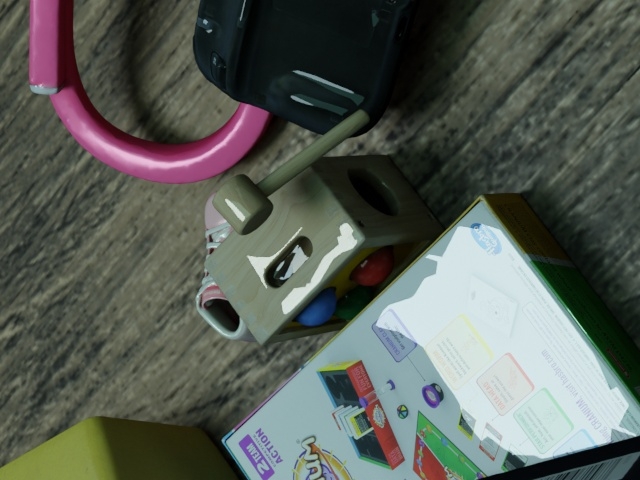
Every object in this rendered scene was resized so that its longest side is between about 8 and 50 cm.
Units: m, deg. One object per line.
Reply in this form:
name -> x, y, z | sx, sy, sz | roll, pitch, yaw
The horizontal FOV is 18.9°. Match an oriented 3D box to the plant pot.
plant pot -> -0.166, 0.260, 1.580 | 0.212, 0.212, 0.187 | -31, 63, 30

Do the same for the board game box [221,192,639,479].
board game box -> 0.100, 0.154, 1.477 | 0.316, 0.064, 0.242 | -44, 71, 27

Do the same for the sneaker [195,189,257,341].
sneaker -> -0.074, 0.021, 1.573 | 0.051, 0.070, 0.134 | -23, 80, 33

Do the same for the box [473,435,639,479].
box -> 0.214, 0.307, 1.298 | 0.343, 0.179, 0.312 | -18, 93, 23

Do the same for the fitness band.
fitness band -> -0.127, -0.184, 1.541 | 0.209, 0.054, 0.291 | 10, 115, 7

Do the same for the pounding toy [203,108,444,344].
pounding toy -> 0.003, -0.006, 1.443 | 0.181, 0.206, 0.094 | -46, 71, 26

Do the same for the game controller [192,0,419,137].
game controller -> 0.004, -0.230, 1.419 | 0.166, 0.067, 0.319 | 21, 120, 9
